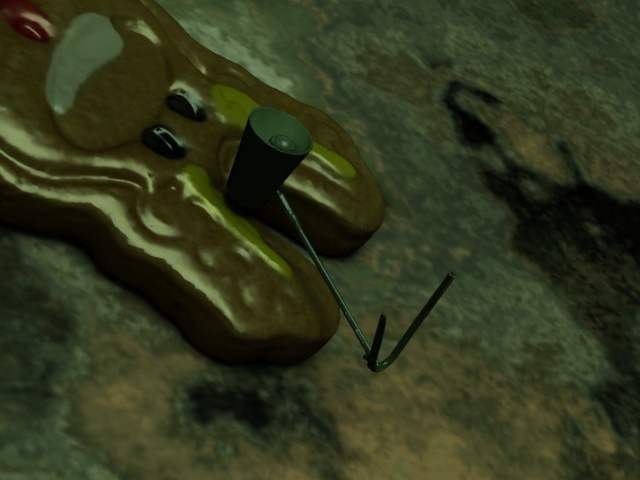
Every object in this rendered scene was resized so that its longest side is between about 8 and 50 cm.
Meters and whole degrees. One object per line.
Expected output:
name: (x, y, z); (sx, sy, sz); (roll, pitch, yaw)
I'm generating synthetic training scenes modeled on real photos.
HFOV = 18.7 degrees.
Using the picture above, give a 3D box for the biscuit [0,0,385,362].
biscuit: (-0.105, -0.062, 0.916); (0.295, 0.044, 0.186); (31, 37, -7)

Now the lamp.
lamp: (-0.001, -0.001, 0.872); (0.041, 0.054, 0.121); (-18, 58, -48)
